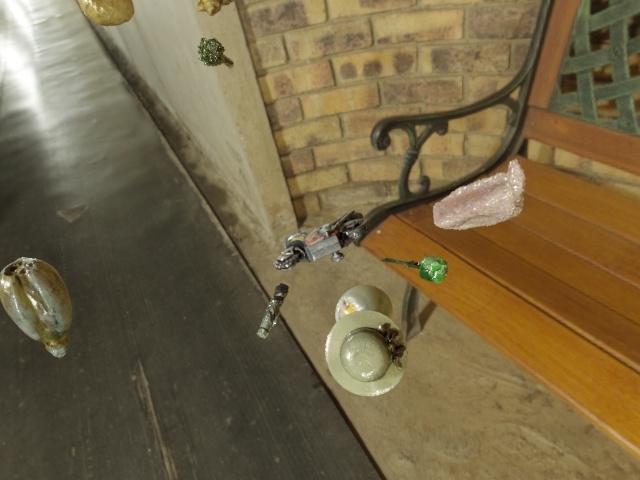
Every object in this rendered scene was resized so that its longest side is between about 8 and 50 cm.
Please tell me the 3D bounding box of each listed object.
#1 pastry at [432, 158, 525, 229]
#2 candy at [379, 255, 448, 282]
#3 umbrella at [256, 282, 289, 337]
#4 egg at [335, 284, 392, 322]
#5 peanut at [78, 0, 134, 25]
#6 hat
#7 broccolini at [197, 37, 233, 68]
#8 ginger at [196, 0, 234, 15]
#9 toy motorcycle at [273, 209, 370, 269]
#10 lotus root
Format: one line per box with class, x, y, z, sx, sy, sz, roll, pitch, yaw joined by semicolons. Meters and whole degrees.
pastry;0.397;-0.092;1.146;0.265;0.112;0.103;-30;40;54
candy;0.317;0.083;1.681;0.097;0.097;0.323;-37;24;-25
umbrella;-0.147;0.218;1.492;0.050;0.046;0.188;-23;35;49
egg;0.158;0.242;1.616;0.217;0.183;0.183;1;23;-46
peanut;-0.637;-0.710;1.408;0.109;0.141;0.159;-35;7;43
hat;0.129;0.337;1.377;0.257;0.130;0.258;-1;86;10
broccolini;-0.206;-0.381;0.984;0.051;0.054;0.239;-48;10;12
ginger;-0.280;-0.679;1.207;0.166;0.080;0.333;-15;57;-12
toy motorcycle;0.000;0.000;1.397;0.307;0.108;0.173;-24;17;-2
lotus root;-0.802;0.194;1.369;0.158;0.322;0.140;-20;36;-22
